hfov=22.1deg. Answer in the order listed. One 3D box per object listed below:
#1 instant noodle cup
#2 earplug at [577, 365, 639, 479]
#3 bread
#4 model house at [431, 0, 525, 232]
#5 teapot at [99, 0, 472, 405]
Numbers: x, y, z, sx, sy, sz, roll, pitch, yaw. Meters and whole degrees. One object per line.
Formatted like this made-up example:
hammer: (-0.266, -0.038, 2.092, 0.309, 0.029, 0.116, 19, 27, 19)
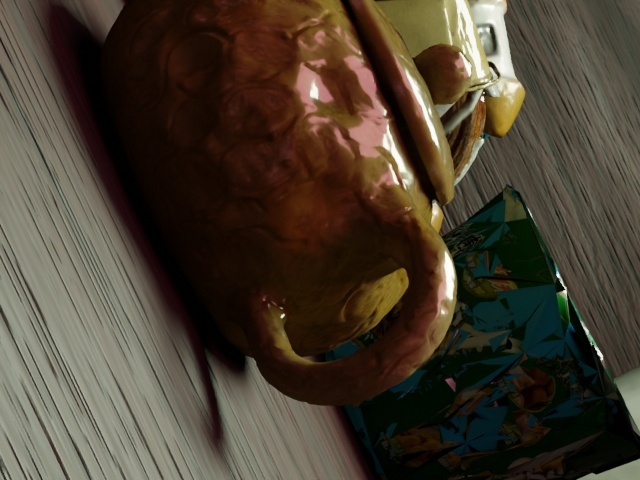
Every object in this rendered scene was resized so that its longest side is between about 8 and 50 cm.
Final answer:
instant noodle cup: (0.112, 0.099, 1.207, 0.240, 0.178, 0.240, -25, 90, -85)
earplug: (0.394, 0.308, 1.906, 0.313, 0.394, 0.312, 62, 6, -11)
bread: (0.048, -0.128, 1.471, 0.142, 0.224, 0.212, -96, -178, -69)
model house: (0.073, -0.132, 1.611, 0.190, 0.271, 0.301, 84, -5, -74)
teapot: (0.001, -0.046, 0.808, 0.311, 0.167, 0.203, -109, 173, -48)
